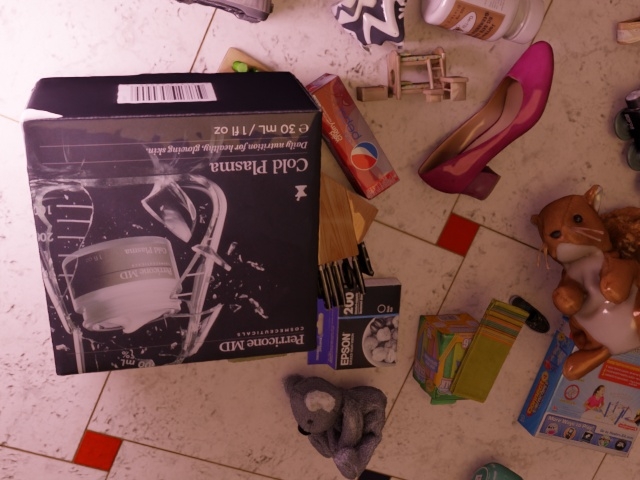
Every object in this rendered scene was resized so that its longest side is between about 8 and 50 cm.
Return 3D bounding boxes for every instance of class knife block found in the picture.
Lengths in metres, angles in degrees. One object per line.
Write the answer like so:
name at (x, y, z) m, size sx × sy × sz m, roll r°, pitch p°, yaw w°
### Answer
knife block at (0.000, 0.000, 1.629) m, size 0.276 × 0.088 × 0.242 m, roll 32°, pitch 84°, yaw -20°

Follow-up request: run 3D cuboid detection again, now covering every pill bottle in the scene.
pill bottle at (0.336, -0.483, 1.588) m, size 0.229 × 0.131 × 0.131 m, roll 11°, pitch 102°, yaw -19°

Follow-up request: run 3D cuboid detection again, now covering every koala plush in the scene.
koala plush at (0.019, 0.379, 1.727) m, size 0.221 × 0.196 × 0.203 m, roll 37°, pitch 81°, yaw -22°

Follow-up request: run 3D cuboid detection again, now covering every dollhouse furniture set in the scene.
dollhouse furniture set at (0.183, -0.336, 1.570) m, size 0.182 × 0.161 × 0.101 m, roll -8°, pitch 107°, yaw -15°

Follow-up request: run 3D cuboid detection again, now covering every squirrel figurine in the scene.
squirrel figurine at (0.650, 0.057, 1.784) m, size 0.397 × 0.281 × 0.370 m, roll -26°, pitch 83°, yaw -47°

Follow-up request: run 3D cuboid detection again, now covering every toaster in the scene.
toaster at (-0.187, -0.503, 1.437) m, size 0.227 × 0.129 × 0.146 m, roll 11°, pitch 98°, yaw -17°

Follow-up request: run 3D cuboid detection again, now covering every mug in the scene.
mug at (0.434, 0.629, 1.923) m, size 0.097 × 0.157 × 0.129 m, roll 34°, pitch 102°, yaw -8°

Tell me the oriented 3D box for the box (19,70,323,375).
box at (-0.258, -0.044, 1.419) m, size 0.480 × 0.297 × 0.471 m, roll -4°, pitch 116°, yaw -12°

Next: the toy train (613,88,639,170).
toy train at (0.823, -0.229, 1.808) m, size 0.190 × 0.142 × 0.333 m, roll -38°, pitch 111°, yaw -16°

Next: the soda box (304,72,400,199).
soda box at (0.057, -0.215, 1.606) m, size 0.083 × 0.092 × 0.263 m, roll -35°, pitch 111°, yaw -5°

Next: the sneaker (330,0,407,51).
sneaker at (0.155, -0.472, 1.560) m, size 0.235 × 0.094 × 0.153 m, roll -36°, pitch 113°, yaw -4°

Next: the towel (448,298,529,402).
towel at (0.379, 0.251, 1.730) m, size 0.102 × 0.021 × 0.237 m, roll 20°, pitch 100°, yaw -20°

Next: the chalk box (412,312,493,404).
chalk box at (0.303, 0.293, 1.802) m, size 0.133 × 0.132 × 0.212 m, roll -1°, pitch 105°, yaw -17°

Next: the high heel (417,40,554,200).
high heel at (0.358, -0.267, 1.654) m, size 0.181 × 0.127 × 0.377 m, roll 15°, pitch 105°, yaw -30°

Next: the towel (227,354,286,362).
towel at (-0.138, 0.214, 1.710) m, size 0.148 × 0.027 × 0.110 m, roll -8°, pitch 109°, yaw -15°

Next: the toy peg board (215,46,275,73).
toy peg board at (-0.141, -0.275, 1.540) m, size 0.161 × 0.079 × 0.160 m, roll 26°, pitch 97°, yaw -21°

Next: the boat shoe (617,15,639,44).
boat shoe at (0.747, -0.497, 1.739) m, size 0.170 × 0.063 × 0.059 m, roll -24°, pitch 117°, yaw -7°

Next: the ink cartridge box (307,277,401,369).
ink cartridge box at (0.077, 0.192, 1.756) m, size 0.208 × 0.045 × 0.206 m, roll -2°, pitch 106°, yaw -14°

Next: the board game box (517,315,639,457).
board game box at (0.701, 0.376, 1.966) m, size 0.308 × 0.086 × 0.301 m, roll 17°, pitch 100°, yaw -20°

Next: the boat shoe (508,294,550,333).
boat shoe at (0.515, 0.187, 1.881) m, size 0.142 × 0.040 × 0.049 m, roll 39°, pitch 92°, yaw -22°
